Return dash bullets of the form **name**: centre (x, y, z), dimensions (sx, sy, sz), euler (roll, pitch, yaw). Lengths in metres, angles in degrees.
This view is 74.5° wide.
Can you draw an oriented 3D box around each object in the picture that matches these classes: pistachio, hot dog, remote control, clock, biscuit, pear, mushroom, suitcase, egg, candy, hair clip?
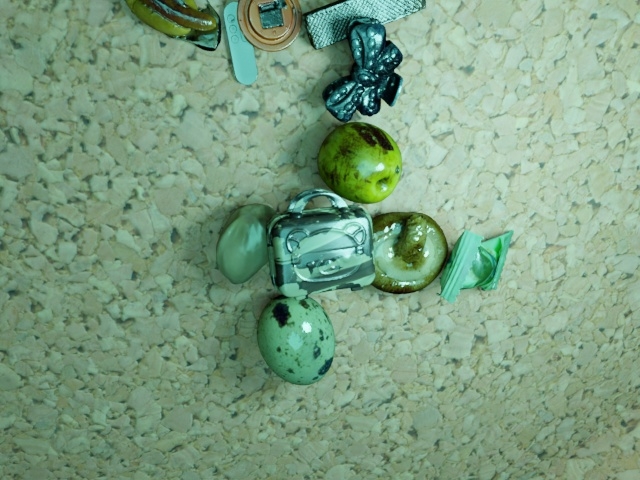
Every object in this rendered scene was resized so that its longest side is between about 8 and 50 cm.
- **pistachio**: centre (-0.261, 0.016, 1.495), dimensions (0.226, 0.208, 0.331), euler (-3, 125, -52)
- **hot dog**: centre (-0.454, -0.718, 1.261), dimensions (0.326, 0.107, 0.194), euler (15, 106, -11)
- **remote control**: centre (-0.255, -0.630, 1.356), dimensions (0.077, 0.022, 0.244), euler (-8, 109, -1)
- **clock**: centre (-0.158, -0.701, 1.314), dimensions (0.205, 0.051, 0.205), euler (-4, 109, -12)
- **biscuit**: centre (0.138, -0.724, 1.327), dimensions (0.388, 0.073, 0.107), euler (-20, 125, 2)
- **pear**: centre (0.132, -0.254, 1.388), dimensions (0.284, 0.283, 0.283), euler (-2, 109, -5)
- **mushroom**: centre (0.299, 0.043, 1.556), dimensions (0.345, 0.239, 0.345), euler (8, 116, 16)
- **suitcase**: centre (0.000, 0.000, 1.378), dimensions (0.352, 0.194, 0.339), euler (-8, 102, -13)
- **egg**: centre (-0.085, 0.373, 1.579), dimensions (0.288, 0.287, 0.379), euler (-24, 110, 3)
- **candy**: centre (0.600, 0.085, 1.564), dimensions (0.398, 0.172, 0.262), euler (1, 117, -39)
- **hair clip**: centre (0.145, -0.521, 1.329), dimensions (0.206, 0.194, 0.310), euler (12, 126, -18)
